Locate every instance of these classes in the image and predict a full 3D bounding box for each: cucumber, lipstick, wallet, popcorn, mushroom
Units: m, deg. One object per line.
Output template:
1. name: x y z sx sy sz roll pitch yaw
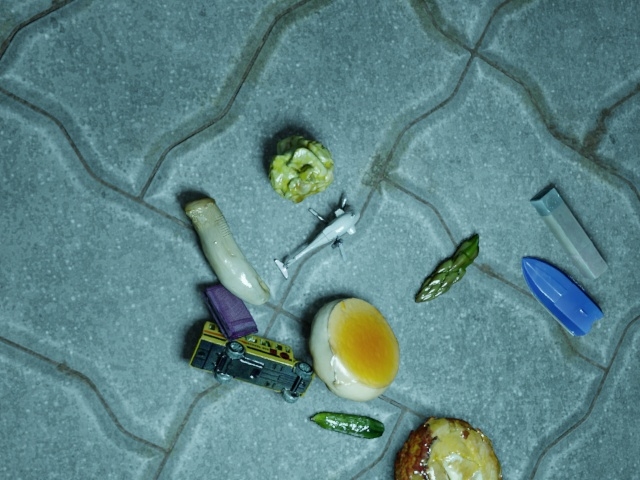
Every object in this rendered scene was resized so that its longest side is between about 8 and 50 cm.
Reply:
1. cucumber: 0.080 0.538 1.942 0.227 0.069 0.069 13 87 -11
2. lipstick: 0.789 -0.021 2.105 0.066 0.068 0.317 -39 98 -11
3. wallet: -0.246 0.193 1.831 0.111 0.030 0.166 -13 65 -48
4. popcorn: -0.052 -0.198 1.856 0.187 0.185 0.167 -52 125 -37
5. mushroom: -0.258 0.034 1.846 0.351 0.095 0.123 59 37 -9

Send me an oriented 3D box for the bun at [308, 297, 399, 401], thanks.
1. bun: 0.074 0.316 1.871 0.298 0.164 0.299 24 48 -30

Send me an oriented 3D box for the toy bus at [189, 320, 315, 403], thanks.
1. toy bus: -0.185 0.336 1.845 0.335 0.123 0.121 19 117 -13

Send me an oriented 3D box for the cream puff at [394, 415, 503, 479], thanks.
1. cream puff: 0.360 0.686 1.923 0.350 0.228 0.351 10 66 -23

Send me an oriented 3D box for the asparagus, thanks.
1. asparagus: 0.394 0.096 2.012 0.287 0.080 0.080 -40 98 -9

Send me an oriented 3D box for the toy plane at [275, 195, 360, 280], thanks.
1. toy plane: -0.008 -0.008 1.905 0.273 0.107 0.182 -18 89 -8

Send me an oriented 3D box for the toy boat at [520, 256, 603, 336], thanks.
1. toy boat: 0.742 0.160 2.092 0.295 0.088 0.129 44 81 2
